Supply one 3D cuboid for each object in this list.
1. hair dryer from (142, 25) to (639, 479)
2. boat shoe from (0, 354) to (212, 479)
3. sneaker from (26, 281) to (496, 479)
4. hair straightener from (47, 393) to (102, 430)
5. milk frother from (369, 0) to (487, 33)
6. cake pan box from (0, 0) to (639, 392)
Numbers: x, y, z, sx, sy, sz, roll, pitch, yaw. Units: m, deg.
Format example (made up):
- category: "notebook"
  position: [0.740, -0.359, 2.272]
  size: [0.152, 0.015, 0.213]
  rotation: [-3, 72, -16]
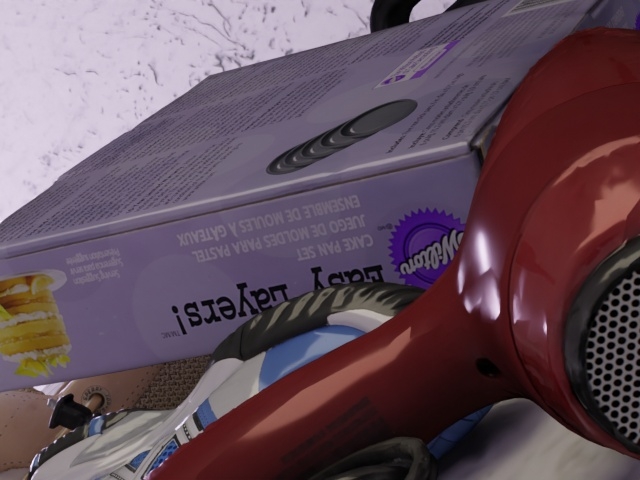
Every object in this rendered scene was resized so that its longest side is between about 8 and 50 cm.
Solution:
- category: "hair dryer"
  position: [0.015, 0.025, 0.376]
  size: [0.223, 0.080, 0.293]
  rotation: [-6, 29, 49]
- category: "boat shoe"
  position: [-0.143, 0.119, 0.824]
  size: [0.341, 0.110, 0.121]
  rotation: [-44, 6, -20]
- category: "sneaker"
  position: [-0.021, 0.084, 0.521]
  size: [0.211, 0.080, 0.081]
  rotation: [-35, 34, 36]
- category: "hair straightener"
  position: [-0.083, 0.097, 0.684]
  size: [0.230, 0.089, 0.047]
  rotation: [-39, 8, 30]
- category: "milk frother"
  position: [0.117, -0.125, 1.086]
  size: [0.143, 0.129, 0.134]
  rotation: [11, -34, -38]
- category: "cake pan box"
  position: [0.006, -0.036, 0.708]
  size: [0.245, 0.070, 0.267]
  rotation: [-10, 18, 27]
